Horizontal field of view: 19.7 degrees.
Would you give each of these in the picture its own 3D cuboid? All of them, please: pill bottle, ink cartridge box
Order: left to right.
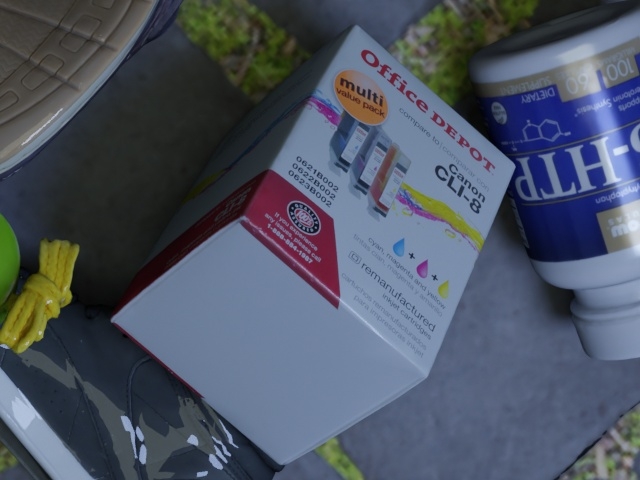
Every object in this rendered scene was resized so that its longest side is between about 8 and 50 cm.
[{"bbox_3d":[0.000,0.000,0.981,0.128,0.176,0.127,41,133,-13],"label":"ink cartridge box"},{"bbox_3d":[0.163,-0.033,1.050,0.112,0.112,0.186,-21,101,-5],"label":"pill bottle"}]

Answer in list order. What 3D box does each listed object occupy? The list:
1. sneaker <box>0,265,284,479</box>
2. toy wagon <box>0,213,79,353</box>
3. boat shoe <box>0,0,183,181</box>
[{"bbox_3d":[-0.130,0.051,1.033,0.147,0.104,0.295,-42,95,-16],"label":"sneaker"},{"bbox_3d":[-0.290,-0.019,0.923,0.344,0.068,0.267,23,59,1],"label":"toy wagon"},{"bbox_3d":[-0.115,-0.135,0.951,0.103,0.092,0.285,19,64,14],"label":"boat shoe"}]
